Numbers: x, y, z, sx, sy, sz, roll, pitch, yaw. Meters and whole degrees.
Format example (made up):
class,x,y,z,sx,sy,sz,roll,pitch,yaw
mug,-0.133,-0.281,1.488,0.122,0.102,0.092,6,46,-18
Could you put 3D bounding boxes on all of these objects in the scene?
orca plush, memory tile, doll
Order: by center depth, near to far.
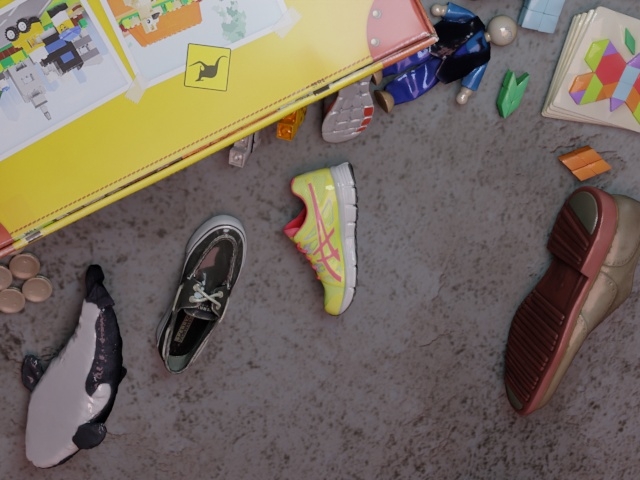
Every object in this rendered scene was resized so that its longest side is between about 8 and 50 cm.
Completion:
class,x,y,z,sx,sy,sz,roll,pitch,yaw
doll,0.151,-0.220,1.222,0.189,0.046,0.129,-27,113,-5
memory tile,-0.418,0.052,1.257,0.148,0.012,0.113,-22,120,-1
orca plush,-0.303,0.166,1.323,0.151,0.102,0.287,19,108,27

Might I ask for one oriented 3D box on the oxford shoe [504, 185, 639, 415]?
class,x,y,z,sx,sy,sz,roll,pitch,yaw
oxford shoe,0.362,0.098,1.399,0.130,0.123,0.348,8,117,-23

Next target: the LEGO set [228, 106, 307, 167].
class,x,y,z,sx,sy,sz,roll,pitch,yaw
LEGO set,-0.041,-0.196,1.178,0.087,0.093,0.227,18,122,13

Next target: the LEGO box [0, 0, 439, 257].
class,x,y,z,sx,sy,sz,roll,pitch,yaw
LEGO box,-0.197,-0.250,0.982,0.500,0.193,0.372,-26,100,2

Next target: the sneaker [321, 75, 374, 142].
class,x,y,z,sx,sy,sz,roll,pitch,yaw
sneaker,0.030,-0.185,1.210,0.061,0.065,0.158,-5,142,-16

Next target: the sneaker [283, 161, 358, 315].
class,x,y,z,sx,sy,sz,roll,pitch,yaw
sneaker,0.000,0.000,1.294,0.094,0.081,0.208,-3,112,-3

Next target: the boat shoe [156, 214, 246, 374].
class,x,y,z,sx,sy,sz,roll,pitch,yaw
boat shoe,-0.148,0.073,1.296,0.078,0.070,0.219,16,113,-20

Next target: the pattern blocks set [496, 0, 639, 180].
class,x,y,z,sx,sy,sz,roll,pitch,yaw
pattern blocks set,0.385,-0.208,1.287,0.325,0.026,0.285,-2,118,-14
